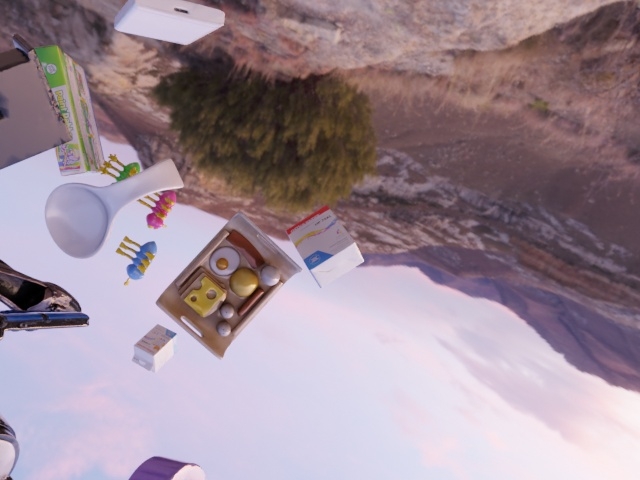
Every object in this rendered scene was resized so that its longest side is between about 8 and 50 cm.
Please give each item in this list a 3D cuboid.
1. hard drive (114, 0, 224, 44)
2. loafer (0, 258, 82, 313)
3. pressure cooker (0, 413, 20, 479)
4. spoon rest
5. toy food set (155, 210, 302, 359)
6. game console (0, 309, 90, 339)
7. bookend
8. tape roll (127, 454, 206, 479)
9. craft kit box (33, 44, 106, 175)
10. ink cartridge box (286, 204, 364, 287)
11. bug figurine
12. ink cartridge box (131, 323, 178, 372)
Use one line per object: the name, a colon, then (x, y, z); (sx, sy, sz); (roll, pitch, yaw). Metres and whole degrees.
hard drive: (-0.442, -0.628, 1.562); (0.233, 0.047, 0.353); (2, -171, -29)
loafer: (-0.711, 0.136, 1.325); (0.095, 0.109, 0.302); (16, 160, 48)
pressure cooker: (-0.950, 0.512, 1.293); (0.420, 0.376, 0.370); (35, -148, 20)
spoon rest: (-0.374, -0.060, 0.947); (0.137, 0.276, 0.084); (64, -161, -5)
toy food set: (-0.223, 0.112, 1.354); (0.219, 0.306, 0.092); (44, 174, -13)
game console: (-0.568, 0.201, 0.884); (0.293, 0.174, 0.250); (-3, 173, 31)
bookend: (-0.481, -0.197, 0.809); (0.072, 0.157, 0.156); (38, 148, 33)
tape roll: (-0.294, 0.507, 1.017); (0.080, 0.189, 0.189); (4, 178, 21)
craft kit box: (-0.531, -0.263, 1.175); (0.060, 0.250, 0.246); (-12, -172, -13)
ink cartridge box: (0.000, 0.000, 1.423); (0.231, 0.134, 0.078); (55, 177, 49)
bug figurine: (-0.413, -0.048, 1.158); (0.279, 0.216, 0.072); (35, 180, 21)
ink cartridge box: (-0.579, 0.382, 1.908); (0.092, 0.090, 0.143); (22, -142, 17)
